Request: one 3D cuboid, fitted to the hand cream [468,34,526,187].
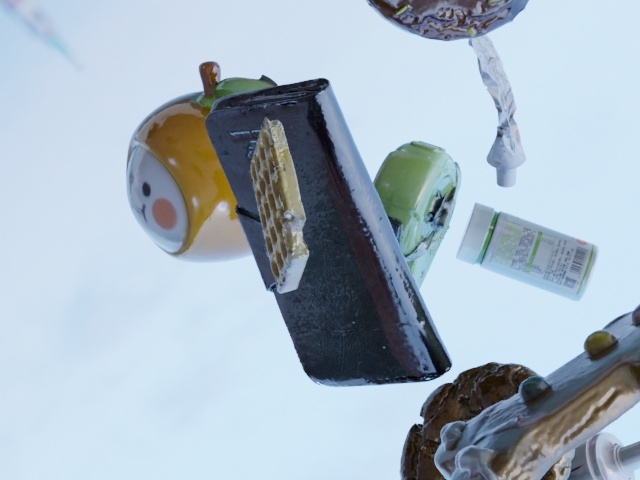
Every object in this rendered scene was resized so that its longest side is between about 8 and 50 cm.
[{"bbox_3d":[0.216,-0.184,2.463,0.050,0.257,0.084,-8,-157,18],"label":"hand cream"}]

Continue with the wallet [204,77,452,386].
[{"bbox_3d":[0.000,0.000,1.877,0.172,0.318,0.045,-6,-155,39],"label":"wallet"}]

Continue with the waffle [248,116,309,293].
[{"bbox_3d":[-0.037,-0.030,1.706,0.021,0.135,0.092,-7,153,-17],"label":"waffle"}]

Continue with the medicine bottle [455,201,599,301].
[{"bbox_3d":[0.285,0.016,2.673,0.086,0.183,0.086,20,90,-88],"label":"medicine bottle"}]

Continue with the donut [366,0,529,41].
[{"bbox_3d":[0.148,-0.340,2.175,0.096,0.216,0.230,-115,-146,-76],"label":"donut"}]

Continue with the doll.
[{"bbox_3d":[-0.113,-0.099,2.137,0.213,0.213,0.236,-72,169,-63],"label":"doll"}]

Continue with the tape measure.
[{"bbox_3d":[0.109,-0.039,2.285,0.177,0.087,0.154,-66,158,-19],"label":"tape measure"}]

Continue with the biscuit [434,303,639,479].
[{"bbox_3d":[0.293,0.105,1.856,0.432,0.064,0.283,-33,-176,-2],"label":"biscuit"}]

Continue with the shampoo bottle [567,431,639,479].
[{"bbox_3d":[0.255,0.291,2.246,0.303,0.092,0.092,-27,-159,34],"label":"shampoo bottle"}]

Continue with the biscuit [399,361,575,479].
[{"bbox_3d":[0.177,0.233,2.117,0.226,0.042,0.226,-20,-123,35],"label":"biscuit"}]
